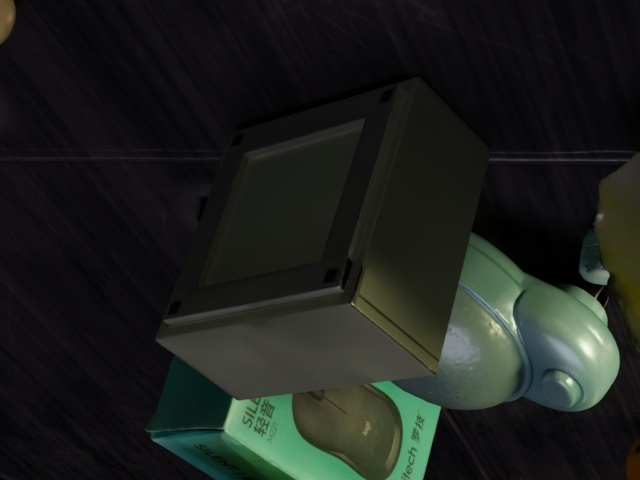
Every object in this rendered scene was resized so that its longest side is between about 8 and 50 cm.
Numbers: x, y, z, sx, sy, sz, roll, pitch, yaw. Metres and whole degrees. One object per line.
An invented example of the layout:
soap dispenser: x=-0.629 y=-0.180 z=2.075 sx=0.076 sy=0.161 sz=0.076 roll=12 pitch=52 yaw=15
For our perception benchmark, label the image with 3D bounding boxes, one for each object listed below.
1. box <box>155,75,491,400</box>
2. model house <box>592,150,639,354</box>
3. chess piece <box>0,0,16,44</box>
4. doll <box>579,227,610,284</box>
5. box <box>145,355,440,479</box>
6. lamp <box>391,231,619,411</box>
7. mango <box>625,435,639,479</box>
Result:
box: x=0.000 y=0.000 z=1.295 sx=0.225 sy=0.225 sz=0.117 roll=-13 pitch=139 yaw=41
model house: x=0.349 y=-0.006 z=1.161 sx=0.211 sy=0.170 sz=0.194 roll=-9 pitch=160 yaw=-27
chess piece: x=-0.333 y=-0.213 z=1.263 sx=0.170 sy=0.094 sz=0.094 roll=24 pitch=151 yaw=-28
doll: x=0.327 y=0.034 z=1.347 sx=0.159 sy=0.059 sz=0.159 roll=38 pitch=145 yaw=-30
box: x=-0.016 y=0.186 z=1.644 sx=0.118 sy=0.205 sz=0.311 roll=-15 pitch=138 yaw=41
lamp: x=0.140 y=0.077 z=1.431 sx=0.284 sy=0.147 sz=0.209 roll=8 pitch=147 yaw=15
mango: x=0.408 y=0.243 z=1.631 sx=0.165 sy=0.089 sz=0.115 roll=-4 pitch=146 yaw=28
